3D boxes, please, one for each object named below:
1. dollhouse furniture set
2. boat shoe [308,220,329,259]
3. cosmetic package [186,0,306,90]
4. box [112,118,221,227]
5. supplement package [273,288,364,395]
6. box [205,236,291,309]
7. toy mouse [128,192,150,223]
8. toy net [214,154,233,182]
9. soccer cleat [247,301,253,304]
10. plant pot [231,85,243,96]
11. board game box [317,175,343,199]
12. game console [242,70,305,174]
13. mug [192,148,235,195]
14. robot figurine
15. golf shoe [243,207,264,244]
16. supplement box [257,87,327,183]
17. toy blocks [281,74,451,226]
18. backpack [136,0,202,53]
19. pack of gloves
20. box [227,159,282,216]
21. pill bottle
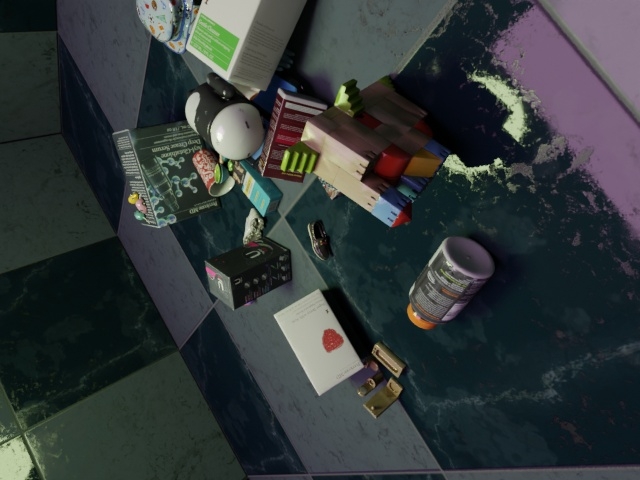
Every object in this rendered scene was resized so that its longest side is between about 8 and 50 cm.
[{"bbox_3d":[0.182,0.440,1.349,0.144,0.123,0.151,40,136,29],"label":"dollhouse furniture set"},{"bbox_3d":[-0.002,0.001,1.386,0.042,0.049,0.133,-19,91,61],"label":"boat shoe"},{"bbox_3d":[-0.166,-0.597,1.066,0.197,0.155,0.365,40,116,24],"label":"cosmetic package"},{"bbox_3d":[-0.638,-0.287,1.786,0.212,0.294,0.395,10,117,48],"label":"box"},{"bbox_3d":[-0.010,0.335,1.435,0.293,0.178,0.175,59,170,7],"label":"supplement package"},{"bbox_3d":[-0.262,0.113,1.577,0.165,0.270,0.143,25,128,40],"label":"box"},{"bbox_3d":[-0.734,-0.126,1.721,0.161,0.031,0.143,-27,88,53],"label":"toy mouse"},{"bbox_3d":[-0.369,-0.328,1.577,0.122,0.045,0.232,-53,46,52],"label":"toy net"},{"bbox_3d":[-0.391,0.200,1.943,0.248,0.083,0.095,40,132,33],"label":"soccer cleat"},{"bbox_3d":[-0.325,-0.485,1.461,0.109,0.096,0.109,24,128,41],"label":"plant pot"},{"bbox_3d":[0.061,-0.243,1.180,0.165,0.042,0.243,59,143,9],"label":"board game box"},{"bbox_3d":[-0.198,-0.390,1.300,0.293,0.250,0.173,41,174,29],"label":"game console"},{"bbox_3d":[-0.440,-0.265,1.715,0.169,0.113,0.150,54,140,20],"label":"mug"},{"bbox_3d":[-0.276,-0.354,1.237,0.278,0.209,0.173,44,101,31],"label":"robot figurine"},{"bbox_3d":[-0.267,-0.054,1.679,0.176,0.069,0.086,-58,45,45],"label":"golf shoe"},{"bbox_3d":[-0.083,-0.290,1.202,0.239,0.130,0.073,-69,29,26],"label":"supplement box"},{"bbox_3d":[0.141,-0.190,0.894,0.261,0.381,0.190,36,137,11],"label":"toy blocks"},{"bbox_3d":[-0.473,-0.763,1.409,0.276,0.213,0.263,52,152,12],"label":"backpack"},{"bbox_3d":[-0.195,-0.513,1.247,0.232,0.195,0.046,43,170,27],"label":"pack of gloves"},{"bbox_3d":[-0.242,-0.211,1.546,0.244,0.060,0.100,50,140,19],"label":"box"},{"bbox_3d":[0.297,0.114,1.025,0.130,0.130,0.245,46,138,23],"label":"pill bottle"}]
